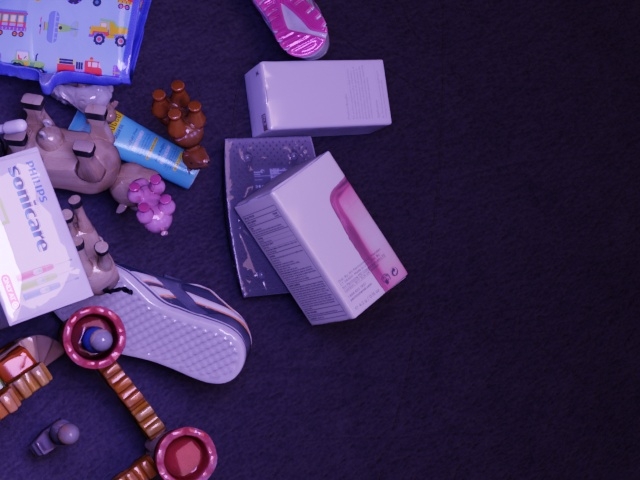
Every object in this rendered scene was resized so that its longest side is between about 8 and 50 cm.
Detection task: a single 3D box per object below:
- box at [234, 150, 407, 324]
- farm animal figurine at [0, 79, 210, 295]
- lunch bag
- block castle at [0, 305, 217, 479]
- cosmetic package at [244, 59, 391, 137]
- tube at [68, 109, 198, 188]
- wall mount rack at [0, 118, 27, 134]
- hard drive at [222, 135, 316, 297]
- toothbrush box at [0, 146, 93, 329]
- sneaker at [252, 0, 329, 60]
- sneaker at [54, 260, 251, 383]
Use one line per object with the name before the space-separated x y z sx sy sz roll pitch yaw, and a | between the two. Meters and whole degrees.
box | 0.000 0.000 1.843 0.127 0.148 0.232 -37 100 -27
farm animal figurine | -0.322 -0.087 1.714 0.327 0.172 0.330 25 59 15
lunch bag | -0.363 -0.347 1.718 0.221 0.138 0.293 7 69 1
block castle | -0.396 0.317 1.586 0.453 0.213 0.303 -37 100 -19
cosmetic package | -0.004 -0.235 1.980 0.231 0.085 0.117 -4 83 -26
tube | -0.286 -0.148 1.845 0.207 0.052 0.080 26 65 -13
wall mount rack | -0.548 -0.243 1.643 0.304 0.130 0.350 0 81 -6
hard drive | -0.077 -0.039 1.925 0.172 0.054 0.255 -5 85 -27
toothbrush box | -0.430 0.012 1.608 0.122 0.283 0.206 -21 92 -28
sneaker | -0.063 -0.393 1.972 0.103 0.111 0.252 -26 74 4
sneaker | -0.254 0.110 1.781 0.321 0.127 0.126 27 106 1
